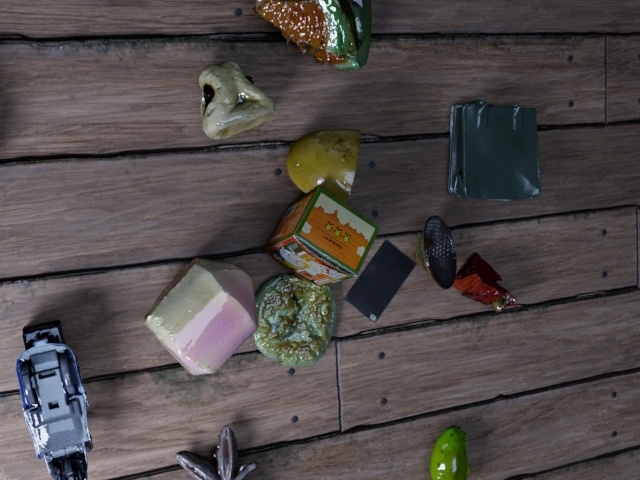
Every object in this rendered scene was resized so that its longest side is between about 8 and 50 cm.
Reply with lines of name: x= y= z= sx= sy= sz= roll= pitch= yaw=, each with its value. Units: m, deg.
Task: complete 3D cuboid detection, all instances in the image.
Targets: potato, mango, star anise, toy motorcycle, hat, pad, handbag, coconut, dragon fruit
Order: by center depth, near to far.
toy motorcycle: x=-0.553 y=0.360 z=1.540 sx=0.125 sy=0.212 sz=0.358 roll=-11 pitch=96 yaw=-17
coconut: x=-0.254 y=0.155 z=1.621 sx=0.245 sy=0.233 sz=0.233 roll=-45 pitch=109 yaw=-17
potato: x=-0.002 y=-0.179 z=1.709 sx=0.158 sy=0.178 sz=0.203 roll=11 pitch=84 yaw=-10
star anise: x=-0.239 y=0.576 z=1.734 sx=0.198 sy=0.110 sz=0.257 roll=-15 pitch=94 yaw=-3
pad: x=0.156 y=0.106 z=1.881 sx=0.116 sy=0.004 sz=0.193 roll=39 pitch=82 yaw=-20
hat: x=0.280 y=0.036 z=1.885 sx=0.193 sy=0.082 sz=0.193 roll=27 pitch=57 yaw=-51
handbag: x=0.463 y=-0.236 z=1.921 sx=0.247 sy=0.079 sz=0.260 roll=0 pitch=94 yaw=-22
mango: x=0.349 y=0.591 z=1.961 sx=0.119 sy=0.100 sz=0.178 roll=15 pitch=80 yaw=-57
dragon fruit: x=0.448 y=0.130 z=1.975 sx=0.192 sy=0.122 sz=0.092 roll=32 pitch=124 yaw=-24

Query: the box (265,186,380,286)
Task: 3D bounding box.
box: x=0.000 y=0.000 z=1.686 sx=0.177 sy=0.195 sz=0.148 roll=34 pitch=68 yaw=-15

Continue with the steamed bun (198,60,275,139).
steamed bun: x=-0.205 y=-0.325 z=1.637 sx=0.172 sy=0.141 sz=0.155 roll=-22 pitch=90 yaw=-20

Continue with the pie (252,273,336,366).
pie: x=-0.060 y=0.192 z=1.783 sx=0.240 sy=0.054 sz=0.240 roll=-1 pitch=94 yaw=-20

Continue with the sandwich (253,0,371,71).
sandwich: x=-0.010 y=-0.537 z=1.664 sx=0.301 sy=0.162 sz=0.250 roll=4 pitch=90 yaw=-24
